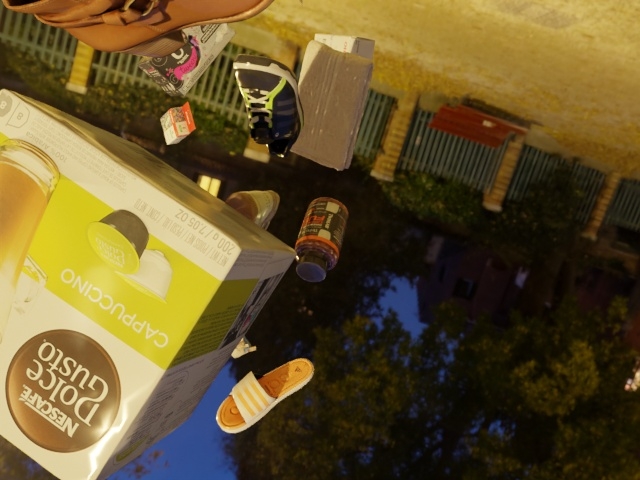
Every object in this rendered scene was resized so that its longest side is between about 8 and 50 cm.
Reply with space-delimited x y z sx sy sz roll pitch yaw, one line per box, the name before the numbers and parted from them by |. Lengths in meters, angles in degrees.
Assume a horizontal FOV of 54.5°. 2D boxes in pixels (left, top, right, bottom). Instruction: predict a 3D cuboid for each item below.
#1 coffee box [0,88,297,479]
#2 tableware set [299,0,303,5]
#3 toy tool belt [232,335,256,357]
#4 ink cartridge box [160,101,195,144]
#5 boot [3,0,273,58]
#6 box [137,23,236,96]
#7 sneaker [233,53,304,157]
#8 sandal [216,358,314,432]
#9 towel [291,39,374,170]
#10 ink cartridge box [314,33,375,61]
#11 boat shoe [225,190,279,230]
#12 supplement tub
coffee box | -0.284 0.060 0.843 0.337 0.334 0.338 33 -177 7
tableware set | -0.093 -0.736 1.718 0.020 0.141 0.168 -18 174 17
toy tool belt | -0.179 0.217 1.362 0.051 0.083 0.052 -17 -146 16
ink cartridge box | -0.313 -0.255 1.357 0.029 0.063 0.115 -16 -178 -32
boot | -0.162 -0.293 0.636 0.283 0.109 0.220 -21 176 23
box | -0.393 -0.560 1.813 0.142 0.247 0.163 41 170 -28
sneaker | -0.076 -0.200 0.982 0.084 0.097 0.235 10 166 18
sandal | -0.136 0.343 1.471 0.265 0.076 0.102 -32 -134 -23
towel | 0.021 -0.325 1.520 0.187 0.282 0.049 27 -154 26
ink cartridge box | 0.063 -0.543 1.893 0.093 0.155 0.212 -2 -161 -29
boat shoe | -0.170 0.010 1.211 0.089 0.285 0.105 -19 -111 -46
supplement tub | 0.000 0.000 1.448 0.106 0.106 0.198 17 -131 -2
